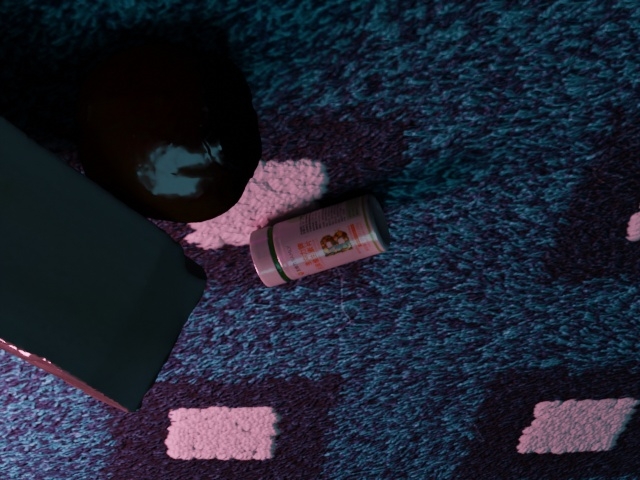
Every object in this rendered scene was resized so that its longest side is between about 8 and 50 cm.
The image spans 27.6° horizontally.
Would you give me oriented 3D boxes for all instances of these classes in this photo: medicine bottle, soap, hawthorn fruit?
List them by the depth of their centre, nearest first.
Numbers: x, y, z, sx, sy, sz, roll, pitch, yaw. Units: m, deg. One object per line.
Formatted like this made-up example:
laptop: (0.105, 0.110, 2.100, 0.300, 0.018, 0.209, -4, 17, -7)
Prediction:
hawthorn fruit: (-0.195, -0.123, 1.535, 0.250, 0.215, 0.215, -2, 144, -2)
soap: (-0.370, 0.013, 1.538, 0.350, 0.213, 0.435, 12, 161, 49)
medicine bottle: (0.000, 0.000, 1.830, 0.183, 0.086, 0.086, -18, 142, 15)
